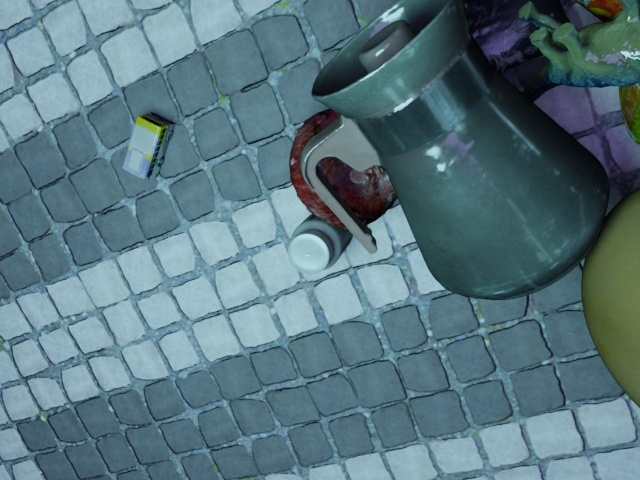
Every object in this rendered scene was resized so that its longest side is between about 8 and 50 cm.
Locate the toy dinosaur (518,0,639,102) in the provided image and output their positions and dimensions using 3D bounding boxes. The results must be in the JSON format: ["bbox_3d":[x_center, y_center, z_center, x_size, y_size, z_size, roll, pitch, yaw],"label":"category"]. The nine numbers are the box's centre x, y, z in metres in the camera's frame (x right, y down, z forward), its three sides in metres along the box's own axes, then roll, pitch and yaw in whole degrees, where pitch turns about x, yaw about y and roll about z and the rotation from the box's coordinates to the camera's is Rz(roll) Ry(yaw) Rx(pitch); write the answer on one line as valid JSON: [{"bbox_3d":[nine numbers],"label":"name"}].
[{"bbox_3d":[0.315,-0.212,0.674,0.147,0.363,0.076,35,77,-28],"label":"toy dinosaur"}]

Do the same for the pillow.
[{"bbox_3d":[0.222,-0.283,0.813,0.208,0.055,0.141,-21,99,19],"label":"pillow"}]

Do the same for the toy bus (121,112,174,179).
[{"bbox_3d":[-0.284,-0.152,0.986,0.052,0.058,0.102,27,111,6],"label":"toy bus"}]

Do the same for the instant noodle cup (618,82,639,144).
[{"bbox_3d":[0.485,-0.203,0.724,0.185,0.168,0.168,-5,105,9],"label":"instant noodle cup"}]

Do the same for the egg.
[{"bbox_3d":[0.491,0.091,0.727,0.301,0.301,0.374,-33,103,21],"label":"egg"}]

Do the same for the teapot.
[{"bbox_3d":[0.152,-0.101,0.744,0.300,0.253,0.344,-35,114,17],"label":"teapot"}]

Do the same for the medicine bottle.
[{"bbox_3d":[0.000,0.000,0.913,0.079,0.140,0.079,4,108,13],"label":"medicine bottle"}]

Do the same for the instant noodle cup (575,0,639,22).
[{"bbox_3d":[0.331,-0.387,0.662,0.200,0.264,0.264,39,112,-9],"label":"instant noodle cup"}]

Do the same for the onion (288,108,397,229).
[{"bbox_3d":[0.027,-0.106,0.877,0.147,0.184,0.184,2,111,53],"label":"onion"}]
